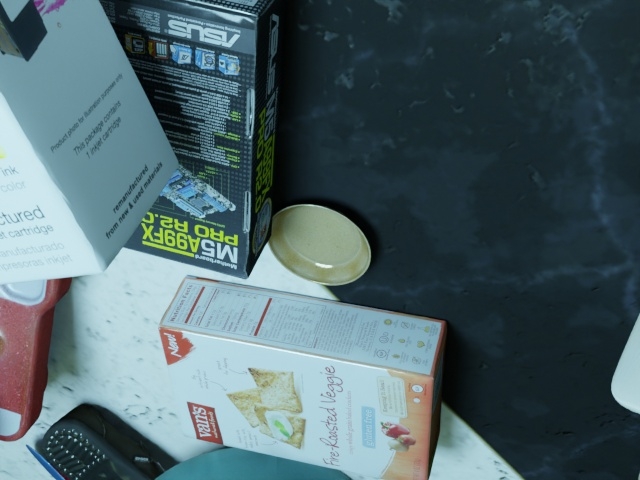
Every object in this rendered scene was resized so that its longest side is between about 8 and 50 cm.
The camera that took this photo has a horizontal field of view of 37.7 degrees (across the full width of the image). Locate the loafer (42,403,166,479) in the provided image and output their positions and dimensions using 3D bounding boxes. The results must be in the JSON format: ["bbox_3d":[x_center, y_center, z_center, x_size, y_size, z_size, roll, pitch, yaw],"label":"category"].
[{"bbox_3d":[-0.197,0.252,1.003,0.080,0.078,0.220,-30,111,20],"label":"loafer"}]

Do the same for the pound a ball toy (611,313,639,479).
[{"bbox_3d":[0.341,0.118,0.596,0.319,0.136,0.208,11,152,48],"label":"pound a ball toy"}]

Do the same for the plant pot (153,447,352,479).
[{"bbox_3d":[-0.068,0.385,0.887,0.292,0.235,0.293,0,112,-1],"label":"plant pot"}]

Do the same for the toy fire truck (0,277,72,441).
[{"bbox_3d":[-0.378,0.061,0.849,0.302,0.169,0.254,17,110,7],"label":"toy fire truck"}]

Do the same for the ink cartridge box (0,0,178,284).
[{"bbox_3d":[-0.236,-0.113,0.515,0.201,0.117,0.278,-7,125,25],"label":"ink cartridge box"}]

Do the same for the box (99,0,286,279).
[{"bbox_3d":[-0.163,-0.099,0.646,0.270,0.060,0.216,14,133,9],"label":"box"}]

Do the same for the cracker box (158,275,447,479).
[{"bbox_3d":[-0.013,0.123,0.810,0.232,0.067,0.156,9,135,14],"label":"cracker box"}]

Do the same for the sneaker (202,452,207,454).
[{"bbox_3d":[-0.117,0.262,1.012,0.036,0.032,0.083,17,139,-1],"label":"sneaker"}]

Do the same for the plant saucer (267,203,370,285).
[{"bbox_3d":[0.000,0.000,0.721,0.083,0.015,0.083,12,135,12],"label":"plant saucer"}]

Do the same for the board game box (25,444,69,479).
[{"bbox_3d":[-0.266,0.283,1.072,0.168,0.033,0.133,44,157,4],"label":"board game box"}]
